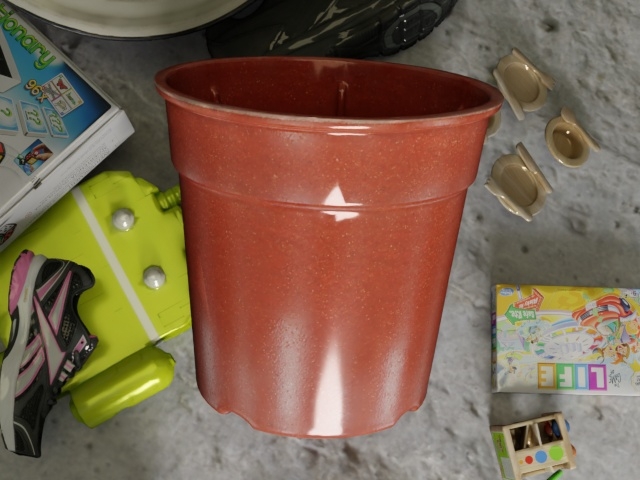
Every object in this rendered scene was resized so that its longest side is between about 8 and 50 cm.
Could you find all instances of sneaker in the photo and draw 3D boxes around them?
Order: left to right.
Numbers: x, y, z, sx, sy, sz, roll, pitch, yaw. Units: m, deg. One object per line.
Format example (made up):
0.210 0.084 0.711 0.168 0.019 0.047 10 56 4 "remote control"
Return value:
-0.231 0.099 0.859 0.077 0.072 0.178 5 87 -10 "sneaker"
0.018 -0.231 0.974 0.286 0.109 0.130 -29 76 -10 "sneaker"

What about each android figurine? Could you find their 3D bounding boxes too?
-0.222 0.041 0.930 0.272 0.056 0.248 -27 82 -6 "android figurine"

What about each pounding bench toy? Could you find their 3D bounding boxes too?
0.203 0.205 0.924 0.065 0.052 0.083 -12 80 -6 "pounding bench toy"

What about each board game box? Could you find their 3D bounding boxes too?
-0.345 -0.140 0.925 0.193 0.053 0.305 -44 73 -11 "board game box"
0.242 0.096 0.961 0.154 0.026 0.104 2 79 -3 "board game box"

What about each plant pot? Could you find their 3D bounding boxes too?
0.000 0.000 0.826 0.272 0.272 0.265 2 109 -3 "plant pot"

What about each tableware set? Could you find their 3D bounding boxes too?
0.197 -0.107 0.974 0.168 0.020 0.141 -39 91 -34 "tableware set"

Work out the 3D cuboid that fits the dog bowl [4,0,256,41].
-0.162 -0.391 0.894 0.407 0.150 0.408 3 108 8 "dog bowl"
